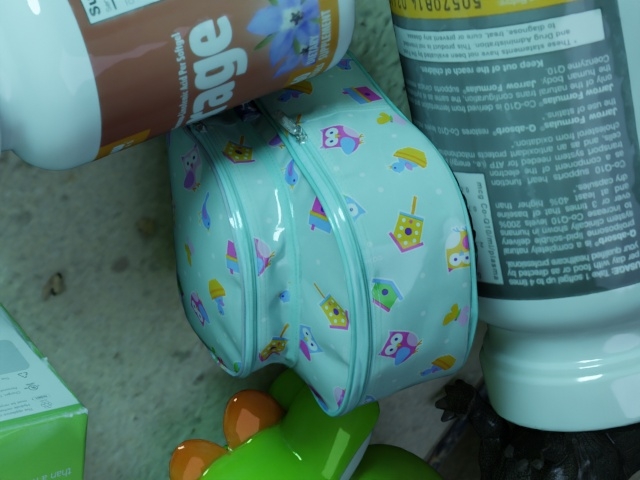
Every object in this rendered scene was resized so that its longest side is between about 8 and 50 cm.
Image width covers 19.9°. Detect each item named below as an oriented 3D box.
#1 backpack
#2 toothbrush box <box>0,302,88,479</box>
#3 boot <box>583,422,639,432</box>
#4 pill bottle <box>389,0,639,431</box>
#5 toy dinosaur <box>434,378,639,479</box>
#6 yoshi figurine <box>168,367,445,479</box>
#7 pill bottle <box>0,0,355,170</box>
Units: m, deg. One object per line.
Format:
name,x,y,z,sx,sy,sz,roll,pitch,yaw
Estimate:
backpack,0.000,0.000,0.982,0.144,0.188,0.165,-18,128,-27
toothbrush box,-0.248,0.195,0.974,0.206,0.122,0.283,-10,125,-31
boot,0.225,0.020,1.194,0.236,0.178,0.085,-16,142,3
pill bottle,0.135,-0.046,1.021,0.162,0.162,0.278,-20,109,-26
toy dinosaur,0.178,0.134,1.269,0.313,0.121,0.160,-55,137,-25
yoshi figurine,-0.027,0.259,1.133,0.362,0.204,0.203,-64,152,0
pill bottle,-0.101,-0.106,0.885,0.216,0.121,0.121,-23,129,-23
